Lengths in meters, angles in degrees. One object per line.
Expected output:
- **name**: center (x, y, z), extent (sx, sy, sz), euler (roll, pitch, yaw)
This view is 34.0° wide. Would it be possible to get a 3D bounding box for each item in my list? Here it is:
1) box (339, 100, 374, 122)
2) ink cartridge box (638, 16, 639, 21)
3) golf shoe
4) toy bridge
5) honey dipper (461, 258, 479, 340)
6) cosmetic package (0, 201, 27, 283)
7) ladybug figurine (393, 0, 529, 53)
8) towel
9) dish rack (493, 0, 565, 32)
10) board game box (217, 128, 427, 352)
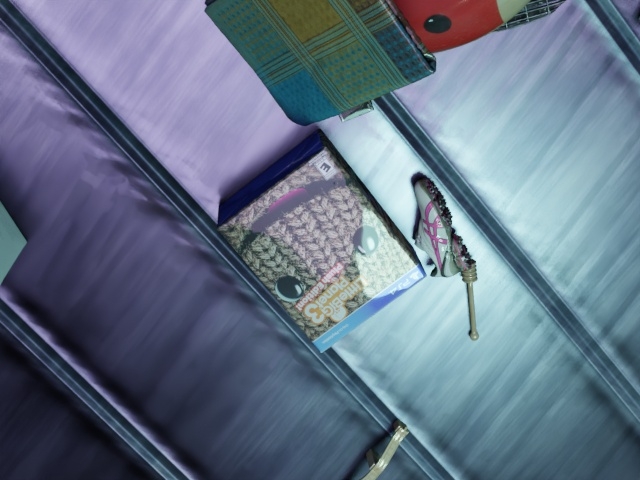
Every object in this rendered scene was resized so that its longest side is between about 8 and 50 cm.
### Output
- **box**: center (0.047, -0.253, 1.775), extent (0.062, 0.052, 0.083), euler (-21, 110, 2)
- **ink cartridge box**: center (0.679, -0.418, 1.772), extent (0.206, 0.045, 0.208), euler (26, 106, -12)
- **golf shoe**: center (0.198, -0.018, 1.855), extent (0.085, 0.067, 0.186), euler (-20, 101, 18)
- **toy bridge**: center (0.104, 0.423, 1.997), extent (0.026, 0.063, 0.188), euler (36, 103, -14)
- **honey dipper**: center (0.278, 0.112, 1.928), extent (0.030, 0.030, 0.161), euler (-9, 113, -1)
- **cosmetic package**: center (-0.615, -0.024, 1.709), extent (0.138, 0.225, 0.224), euler (-26, 108, 7)
- **ladybug figurine**: center (0.136, -0.425, 1.616), extent (0.449, 0.162, 0.305), euler (-11, 111, 20)
- **towel**: center (-0.008, -0.320, 1.618), extent (0.271, 0.370, 0.040), euler (51, 59, -16)
- **dish rack**: center (0.291, -0.483, 1.710), extent (0.208, 0.074, 0.272), euler (-15, 111, 2)
- **board game box**: center (0.000, 0.000, 1.808), extent (0.232, 0.141, 0.291), euler (-37, 107, 8)
